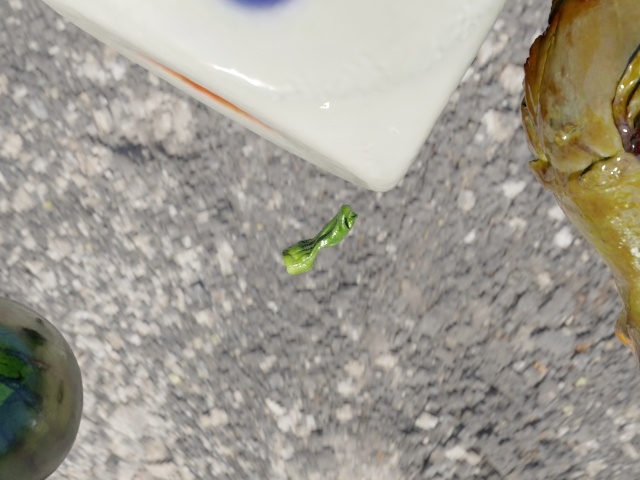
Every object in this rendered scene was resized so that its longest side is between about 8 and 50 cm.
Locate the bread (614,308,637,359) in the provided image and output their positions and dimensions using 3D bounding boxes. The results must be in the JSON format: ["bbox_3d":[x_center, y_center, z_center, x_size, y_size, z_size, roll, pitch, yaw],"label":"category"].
[{"bbox_3d":[0.433,0.139,1.534,0.245,0.102,0.094,35,92,13],"label":"bread"}]

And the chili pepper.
[{"bbox_3d":[0.001,0.000,1.249,0.091,0.034,0.030,-39,53,27],"label":"chili pepper"}]

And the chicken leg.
[{"bbox_3d":[0.228,-0.040,1.061,0.140,0.361,0.211,-10,34,4],"label":"chicken leg"}]

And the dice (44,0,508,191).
[{"bbox_3d":[-0.007,-0.233,1.014,0.304,0.277,0.304,30,89,1],"label":"dice"}]

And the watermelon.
[{"bbox_3d":[-0.303,0.133,1.234,0.188,0.214,0.188,-8,51,11],"label":"watermelon"}]
